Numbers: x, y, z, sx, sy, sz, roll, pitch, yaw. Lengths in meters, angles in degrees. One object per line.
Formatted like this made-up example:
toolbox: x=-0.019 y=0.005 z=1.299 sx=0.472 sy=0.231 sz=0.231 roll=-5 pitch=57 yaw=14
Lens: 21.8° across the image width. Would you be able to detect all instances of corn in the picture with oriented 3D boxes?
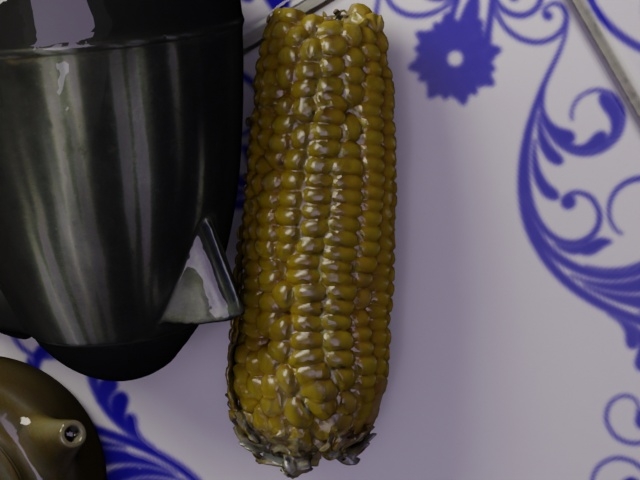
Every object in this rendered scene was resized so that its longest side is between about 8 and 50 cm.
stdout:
corn: x=0.000 y=0.000 z=1.104 sx=0.115 sy=0.115 sz=0.317 roll=5 pitch=95 yaw=8

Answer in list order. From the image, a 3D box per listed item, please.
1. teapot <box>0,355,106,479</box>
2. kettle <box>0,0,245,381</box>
teapot: x=-0.264 y=0.183 z=1.125 sx=0.268 sy=0.175 sz=0.185 roll=-30 pitch=88 yaw=10
kettle: x=-0.163 y=-0.037 z=1.079 sx=0.251 sy=0.207 sz=0.271 roll=-6 pitch=103 yaw=2
